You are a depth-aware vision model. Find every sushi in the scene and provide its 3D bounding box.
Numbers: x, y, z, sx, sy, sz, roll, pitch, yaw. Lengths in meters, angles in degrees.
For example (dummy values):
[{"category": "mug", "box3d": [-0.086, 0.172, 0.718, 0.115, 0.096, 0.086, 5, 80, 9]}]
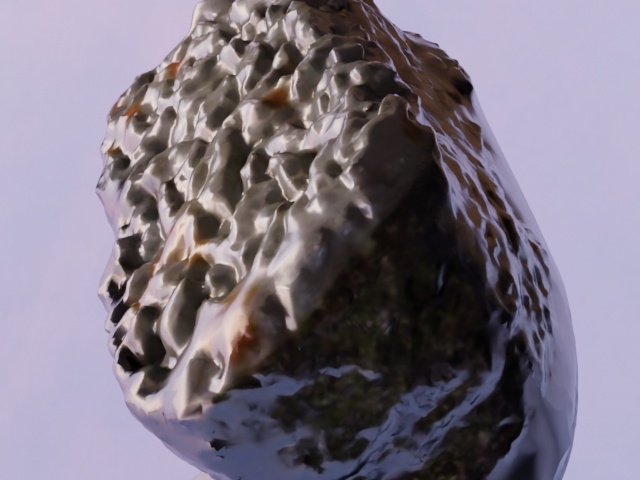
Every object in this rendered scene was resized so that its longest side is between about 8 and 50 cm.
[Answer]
[{"category": "sushi", "box3d": [0.000, 0.000, 0.561, 0.126, 0.136, 0.225, 36, -159, -35]}]

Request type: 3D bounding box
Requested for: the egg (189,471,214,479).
[{"category": "egg", "box3d": [0.001, 0.237, 0.945, 0.219, 0.219, 0.269, -15, -126, -21]}]
